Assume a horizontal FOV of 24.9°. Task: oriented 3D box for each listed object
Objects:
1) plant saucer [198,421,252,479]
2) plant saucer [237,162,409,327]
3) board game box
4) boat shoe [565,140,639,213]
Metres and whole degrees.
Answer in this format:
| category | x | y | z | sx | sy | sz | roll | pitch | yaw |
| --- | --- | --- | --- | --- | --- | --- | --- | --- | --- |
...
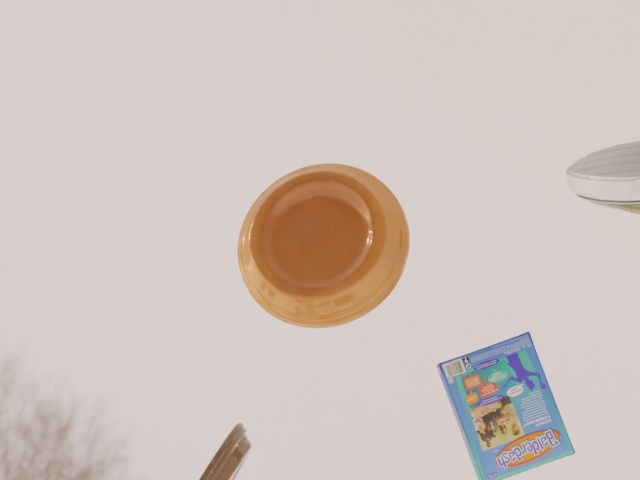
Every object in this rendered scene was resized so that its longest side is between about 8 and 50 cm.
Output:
| category | x | y | z | sx | sy | sz | roll | pitch | yaw |
| --- | --- | --- | --- | --- | --- | --- | --- | --- | --- |
| plant saucer | -0.181 | 0.403 | 2.199 | 0.041 | 0.278 | 0.278 | 31 | -30 | 5 |
| plant saucer | 0.000 | 0.000 | 1.635 | 0.200 | 0.200 | 0.037 | 11 | -19 | 18 |
| board game box | 0.298 | 0.272 | 2.337 | 0.160 | 0.210 | 0.047 | -18 | -10 | -4 |
| boat shoe | 0.431 | -0.057 | 1.696 | 0.302 | 0.109 | 0.094 | 2 | -59 | 39 |
